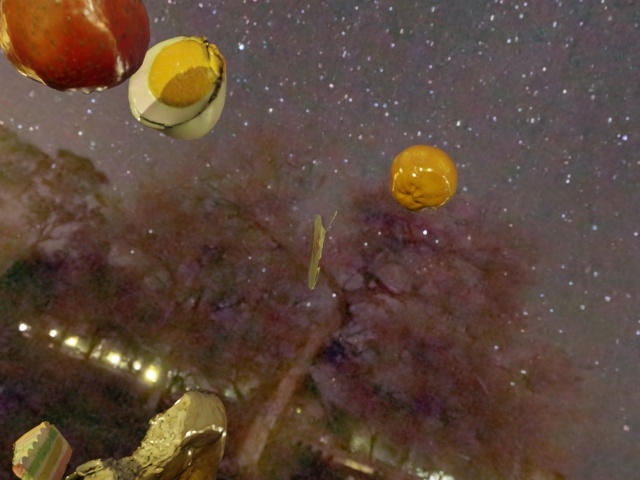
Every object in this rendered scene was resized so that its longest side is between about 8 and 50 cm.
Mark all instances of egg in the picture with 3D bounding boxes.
[{"bbox_3d":[-0.371,-0.405,1.457,0.264,0.287,0.174,-3,-14,10],"label":"egg"}]

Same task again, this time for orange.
[{"bbox_3d":[0.225,-0.132,1.179,0.158,0.136,0.159,18,-45,20],"label":"orange"}]

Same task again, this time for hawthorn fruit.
[{"bbox_3d":[-0.306,-0.285,0.653,0.179,0.179,0.201,16,-53,16],"label":"hawthorn fruit"}]

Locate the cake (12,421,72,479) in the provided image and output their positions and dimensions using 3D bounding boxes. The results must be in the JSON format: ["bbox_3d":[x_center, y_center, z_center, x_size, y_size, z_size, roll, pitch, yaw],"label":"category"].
[{"bbox_3d":[-0.620,0.491,1.189,0.110,0.090,0.225,59,-23,-14],"label":"cake"}]

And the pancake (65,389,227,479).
[{"bbox_3d":[-0.223,0.319,0.555,0.071,0.382,0.382,33,-16,15],"label":"pancake"}]

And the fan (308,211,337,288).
[{"bbox_3d":[-0.001,0.000,1.189,0.010,0.182,0.310,5,-24,-10],"label":"fan"}]
